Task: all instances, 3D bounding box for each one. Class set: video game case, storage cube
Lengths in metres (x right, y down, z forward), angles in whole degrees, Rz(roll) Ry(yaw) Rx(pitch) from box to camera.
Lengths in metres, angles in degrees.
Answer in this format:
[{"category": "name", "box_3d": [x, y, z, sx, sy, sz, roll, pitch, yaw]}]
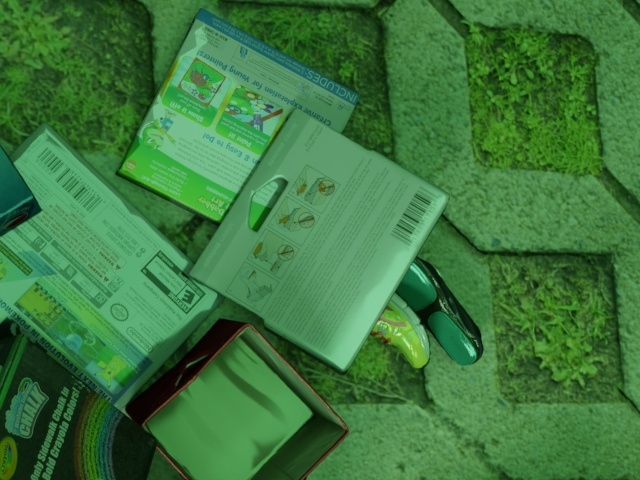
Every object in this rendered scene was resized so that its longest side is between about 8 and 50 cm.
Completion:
[{"category": "video game case", "box_3d": [-0.339, 0.067, 1.428, 0.329, 0.036, 0.300, 45, 78, -11]}, {"category": "storage cube", "box_3d": [-0.111, 0.228, 1.404, 0.184, 0.193, 0.215, -44, 100, -13]}]

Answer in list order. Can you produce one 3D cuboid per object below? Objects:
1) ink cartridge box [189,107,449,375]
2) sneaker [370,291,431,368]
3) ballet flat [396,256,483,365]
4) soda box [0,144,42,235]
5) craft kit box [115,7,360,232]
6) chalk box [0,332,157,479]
[{"category": "ink cartridge box", "box_3d": [0.000, 0.000, 1.464, 0.239, 0.060, 0.275, 31, 79, 6]}, {"category": "sneaker", "box_3d": [0.066, 0.101, 1.520, 0.094, 0.081, 0.208, -39, 87, -13]}, {"category": "ballet flat", "box_3d": [0.159, 0.084, 1.552, 0.074, 0.074, 0.203, -40, 97, -13]}, {"category": "soda box", "box_3d": [-0.430, -0.110, 1.364, 0.071, 0.067, 0.210, -33, 82, -10]}, {"category": "craft kit box", "box_3d": [-0.108, -0.142, 1.490, 0.250, 0.061, 0.246, 28, 79, -13]}, {"category": "chalk box", "box_3d": [-0.347, 0.229, 1.179, 0.289, 0.179, 0.180, 47, 38, -34]}]
